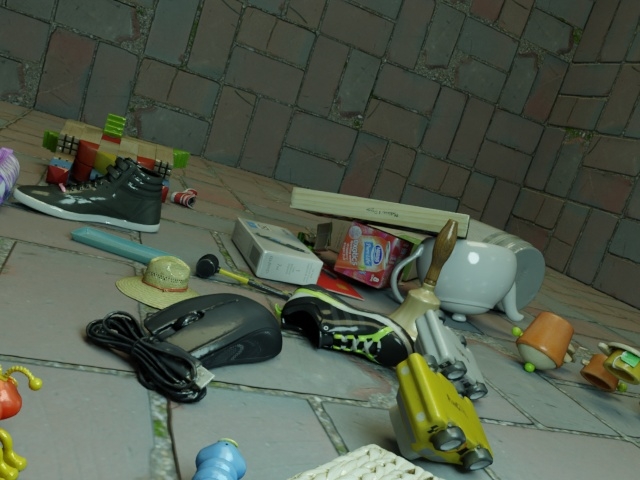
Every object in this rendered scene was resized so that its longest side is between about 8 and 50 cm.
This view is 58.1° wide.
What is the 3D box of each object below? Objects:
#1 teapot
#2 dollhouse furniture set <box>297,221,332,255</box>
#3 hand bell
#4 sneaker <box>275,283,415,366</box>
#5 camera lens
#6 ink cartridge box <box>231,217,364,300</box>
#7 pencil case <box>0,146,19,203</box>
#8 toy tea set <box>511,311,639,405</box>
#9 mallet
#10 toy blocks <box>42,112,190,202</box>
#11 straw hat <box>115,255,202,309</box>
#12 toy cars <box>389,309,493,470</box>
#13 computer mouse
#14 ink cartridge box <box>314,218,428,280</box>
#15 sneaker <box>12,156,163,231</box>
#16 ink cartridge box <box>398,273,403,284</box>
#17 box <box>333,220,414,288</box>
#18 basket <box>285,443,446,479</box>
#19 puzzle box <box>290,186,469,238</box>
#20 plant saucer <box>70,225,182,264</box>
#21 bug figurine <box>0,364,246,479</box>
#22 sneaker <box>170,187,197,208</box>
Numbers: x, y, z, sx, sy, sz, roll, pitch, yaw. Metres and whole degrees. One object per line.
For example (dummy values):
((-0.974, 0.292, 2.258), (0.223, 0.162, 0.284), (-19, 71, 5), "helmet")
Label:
((0.336, 0.099, 1.377), (0.256, 0.186, 0.253), (8, -5, 35), "teapot")
((0.000, 0.000, 1.553), (0.059, 0.076, 0.152), (20, -16, -33), "dollhouse furniture set")
((0.222, 0.074, 1.140), (0.126, 0.241, 0.126), (19, 11, -4), "hand bell")
((0.033, 0.154, 0.921), (0.235, 0.084, 0.097), (23, 37, 22), "sneaker")
((0.485, 0.068, 1.700), (0.220, 0.219, 0.274), (12, 12, -33), "camera lens")
((-0.054, 0.036, 1.352), (0.261, 0.066, 0.296), (14, 11, -22), "ink cartridge box")
((-0.635, -0.125, 1.112), (0.086, 0.088, 0.206), (13, 11, -26), "pencil case")
((0.537, 0.270, 1.141), (0.336, 0.124, 0.200), (24, -18, 44), "toy tea set")
((-0.145, 0.073, 1.099), (0.190, 0.039, 0.062), (21, 7, -13), "mallet")
((-0.540, -0.197, 1.514), (0.382, 0.190, 0.261), (14, 23, -21), "toy blocks")
((-0.244, 0.057, 0.915), (0.145, 0.061, 0.144), (18, 10, -3), "straw hat")
((0.153, 0.197, 0.766), (0.176, 0.087, 0.394), (62, 16, 2), "toy cars")
((-0.140, 0.116, 0.757), (0.189, 0.072, 0.272), (23, 11, 29), "computer mouse")
((0.152, -0.003, 1.765), (0.354, 0.119, 0.207), (22, 12, 24), "ink cartridge box")
((-0.464, -0.115, 1.194), (0.296, 0.146, 0.104), (11, 15, -32), "sneaker")
((0.193, 0.093, 1.586), (0.048, 0.028, 0.083), (9, 14, -42), "ink cartridge box")
((0.139, 0.038, 1.434), (0.123, 0.128, 0.257), (23, 4, 17), "box")
((0.021, 0.218, 0.387), (0.103, 0.113, 0.167), (23, 11, 34), "basket")
((0.156, -0.060, 1.412), (0.409, 0.052, 0.272), (11, 1, 15), "puzzle box")
((-0.356, 0.015, 1.061), (0.192, 0.018, 0.067), (19, 10, -1), "plant saucer")
((-0.172, 0.173, 0.399), (0.279, 0.072, 0.216), (18, 10, -6), "bug figurine")
((-0.377, -0.122, 1.679), (0.067, 0.042, 0.118), (18, 17, 17), "sneaker")
